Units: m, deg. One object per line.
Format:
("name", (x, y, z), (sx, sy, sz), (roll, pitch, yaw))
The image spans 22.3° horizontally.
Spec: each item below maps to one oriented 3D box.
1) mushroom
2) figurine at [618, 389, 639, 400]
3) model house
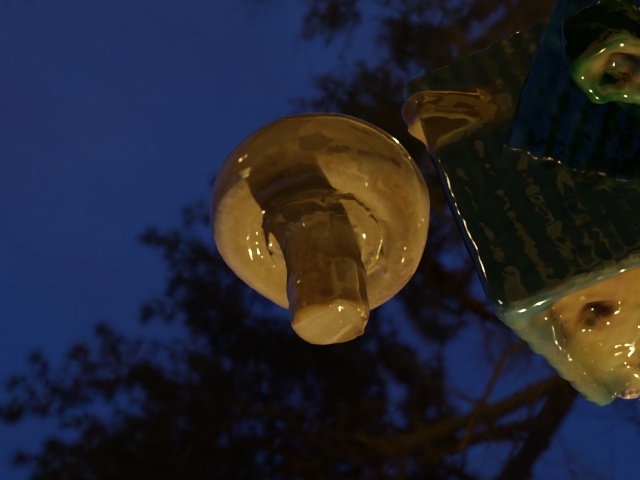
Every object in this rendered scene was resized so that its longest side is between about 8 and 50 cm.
("mushroom", (-0.008, -0.003, 1.467), (0.206, 0.206, 0.209), (25, -115, 1))
("figurine", (0.385, 0.093, 1.618), (0.174, 0.116, 0.240), (6, -153, 21))
("model house", (0.264, -0.085, 1.217), (0.342, 0.382, 0.335), (5, -141, -18))
